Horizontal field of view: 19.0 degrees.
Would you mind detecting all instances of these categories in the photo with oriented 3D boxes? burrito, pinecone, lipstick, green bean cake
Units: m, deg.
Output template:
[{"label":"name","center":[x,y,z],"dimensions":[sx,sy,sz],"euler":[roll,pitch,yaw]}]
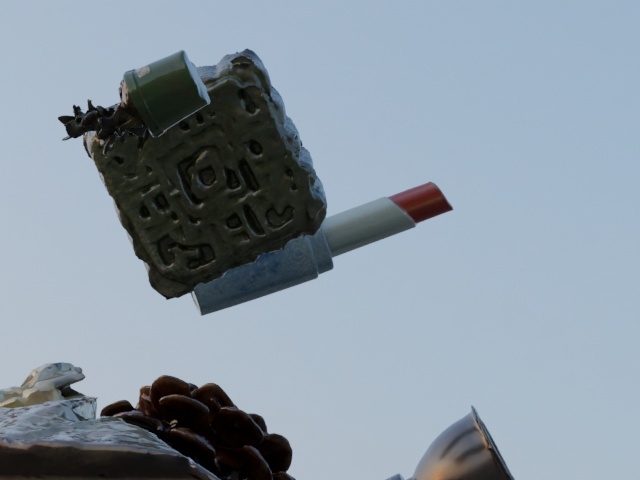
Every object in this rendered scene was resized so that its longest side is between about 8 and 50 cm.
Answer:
[{"label":"burrito","center":[-0.168,0.125,0.962],"dimensions":[0.175,0.107,0.347],"euler":[-15,12,-20]},{"label":"pinecone","center":[-0.123,0.221,1.589],"dimensions":[0.207,0.208,0.208],"euler":[10,-20,4]},{"label":"lipstick","center":[0.000,0.000,1.887],"dimensions":[0.274,0.068,0.061],"euler":[-20,5,-8]},{"label":"green bean cake","center":[-0.100,-0.057,1.668],"dimensions":[0.181,0.173,0.094],"euler":[-23,11,2]}]

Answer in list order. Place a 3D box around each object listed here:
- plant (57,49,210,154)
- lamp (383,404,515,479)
[{"label":"plant","center":[-0.126,-0.086,1.261],"dimensions":[0.102,0.051,0.051],"euler":[-26,-30,9]},{"label":"lamp","center":[0.084,0.281,1.830],"dimensions":[0.227,0.172,0.147],"euler":[-29,-27,2]}]
